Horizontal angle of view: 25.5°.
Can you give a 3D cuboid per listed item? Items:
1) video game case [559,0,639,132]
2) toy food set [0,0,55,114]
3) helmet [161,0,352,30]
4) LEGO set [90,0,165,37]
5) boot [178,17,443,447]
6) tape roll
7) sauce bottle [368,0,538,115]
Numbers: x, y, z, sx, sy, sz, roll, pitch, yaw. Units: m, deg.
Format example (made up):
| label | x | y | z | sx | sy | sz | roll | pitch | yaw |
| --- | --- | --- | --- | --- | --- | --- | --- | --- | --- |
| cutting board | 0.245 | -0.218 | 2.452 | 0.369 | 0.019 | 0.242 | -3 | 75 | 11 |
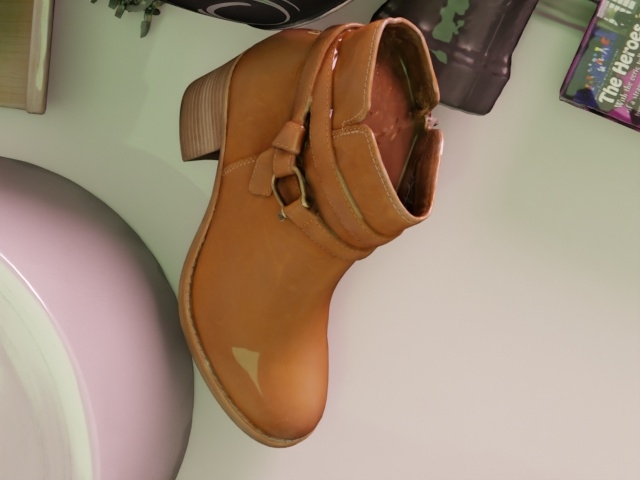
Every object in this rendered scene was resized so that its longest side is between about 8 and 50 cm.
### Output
| label | x | y | z | sx | sy | sz | roll | pitch | yaw |
| --- | --- | --- | --- | --- | --- | --- | --- | --- | --- |
| video game case | 0.250 | -0.131 | 0.644 | 0.210 | 0.042 | 0.232 | 23 | 100 | 6 |
| toy food set | -0.270 | -0.183 | 0.696 | 0.306 | 0.092 | 0.219 | 6 | 97 | 9 |
| helmet | -0.048 | -0.182 | 0.608 | 0.161 | 0.169 | 0.169 | 33 | 104 | -36 |
| LEGO set | -0.088 | -0.134 | 0.707 | 0.083 | 0.023 | 0.054 | -28 | 92 | 11 |
| boot | 0.000 | 0.000 | 0.646 | 0.152 | 0.073 | 0.197 | -9 | 94 | 51 |
| tape roll | -0.197 | 0.083 | 0.678 | 0.246 | 0.169 | 0.246 | 1 | 97 | 8 |
| sauce bottle | 0.117 | -0.221 | 0.616 | 0.111 | 0.111 | 0.344 | 26 | 106 | 5 |
